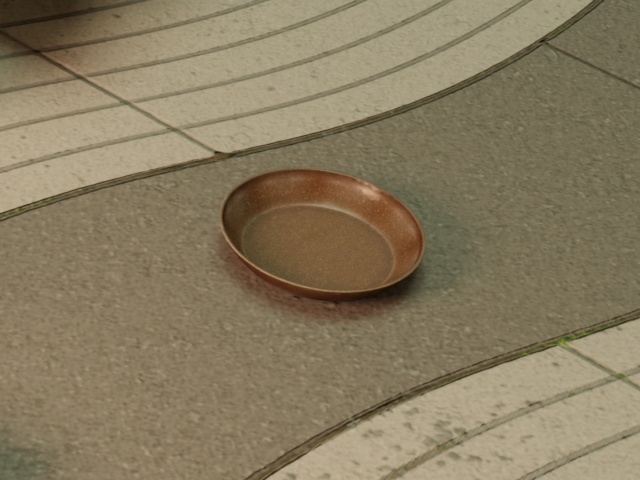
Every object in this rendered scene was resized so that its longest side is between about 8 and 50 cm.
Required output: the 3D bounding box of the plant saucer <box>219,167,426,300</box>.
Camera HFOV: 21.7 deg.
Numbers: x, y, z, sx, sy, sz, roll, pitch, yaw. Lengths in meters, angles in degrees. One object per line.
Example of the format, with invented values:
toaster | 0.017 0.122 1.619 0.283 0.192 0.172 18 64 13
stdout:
plant saucer | 0.000 0.000 1.592 0.199 0.036 0.198 8 35 -6
